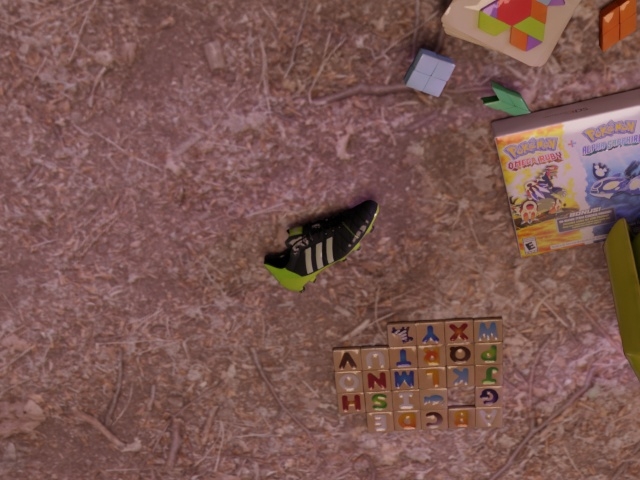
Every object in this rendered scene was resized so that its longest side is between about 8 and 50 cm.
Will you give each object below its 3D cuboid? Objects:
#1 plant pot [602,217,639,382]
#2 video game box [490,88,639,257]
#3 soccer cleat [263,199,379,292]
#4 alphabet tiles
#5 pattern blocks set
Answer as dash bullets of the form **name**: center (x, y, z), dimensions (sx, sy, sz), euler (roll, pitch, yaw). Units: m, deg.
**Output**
- **plant pot**: center (0.472, 0.078, 1.469), dimensions (0.207, 0.228, 0.227), euler (-16, 145, 20)
- **video game box**: center (0.330, -0.082, 1.499), dimensions (0.205, 0.048, 0.187), euler (-12, 120, 10)
- **soccer cleat**: center (0.000, 0.000, 1.558), dimensions (0.072, 0.060, 0.179), euler (39, 119, -20)
- **alphabet tiles**: center (0.139, 0.194, 1.712), dimensions (0.237, 0.009, 0.198), euler (-3, 124, 4)
- **pattern blocks set**: center (0.235, -0.287, 1.348), dimensions (0.285, 0.026, 0.325), euler (7, 123, -15)
